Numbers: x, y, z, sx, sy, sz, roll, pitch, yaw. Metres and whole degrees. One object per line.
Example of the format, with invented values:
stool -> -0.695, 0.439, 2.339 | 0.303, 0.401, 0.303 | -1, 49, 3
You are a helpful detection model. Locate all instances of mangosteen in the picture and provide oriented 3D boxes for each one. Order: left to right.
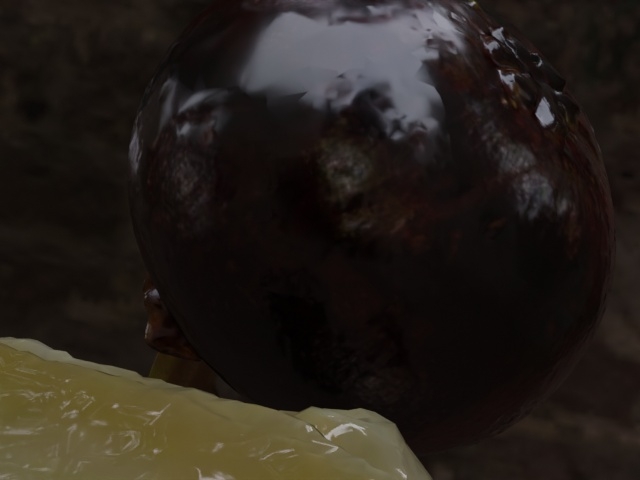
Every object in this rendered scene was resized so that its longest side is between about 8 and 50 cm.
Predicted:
mangosteen -> 0.000, 0.000, 0.905 | 0.261, 0.236, 0.235 | -38, -40, 26

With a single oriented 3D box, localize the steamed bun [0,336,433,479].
steamed bun -> -0.051, 0.116, 0.348 | 0.428, 0.189, 0.247 | 10, 29, 33
